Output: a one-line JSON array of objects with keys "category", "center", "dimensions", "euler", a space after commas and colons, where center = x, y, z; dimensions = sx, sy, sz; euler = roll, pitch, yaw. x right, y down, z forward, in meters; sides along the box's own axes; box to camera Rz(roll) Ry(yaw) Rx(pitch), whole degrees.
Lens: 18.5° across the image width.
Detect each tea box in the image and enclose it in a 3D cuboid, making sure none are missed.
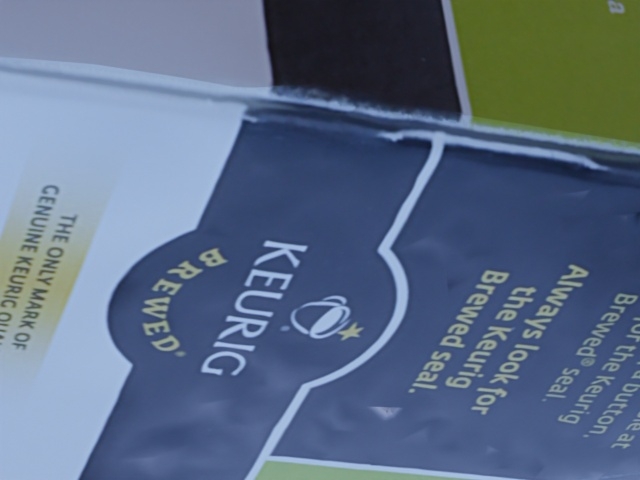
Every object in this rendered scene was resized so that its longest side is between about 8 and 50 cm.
[{"category": "tea box", "center": [0.000, 0.000, 0.527], "dimensions": [0.324, 0.220, 0.329], "euler": [8, 141, -20]}]
